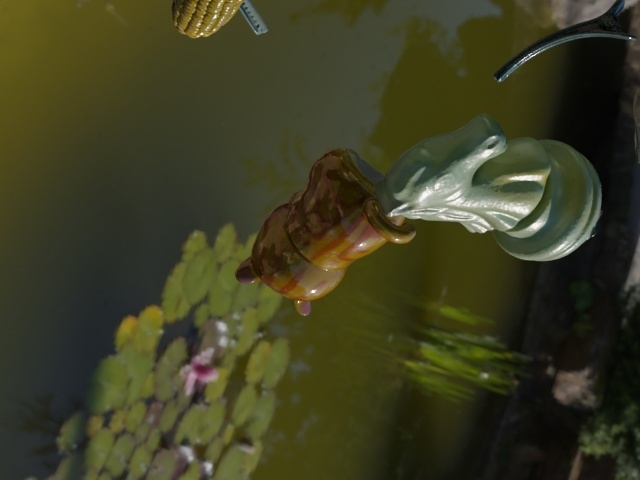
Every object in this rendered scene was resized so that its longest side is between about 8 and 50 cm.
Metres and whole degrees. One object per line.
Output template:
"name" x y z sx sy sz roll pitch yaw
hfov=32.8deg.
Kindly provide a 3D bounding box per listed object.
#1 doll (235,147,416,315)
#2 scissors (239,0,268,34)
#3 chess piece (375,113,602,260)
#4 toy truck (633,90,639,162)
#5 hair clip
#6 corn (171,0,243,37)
"doll" 0.010 -0.016 1.644 0.269 0.167 0.162 -42 -162 39
"scissors" -0.172 -0.483 1.979 0.256 0.030 0.125 55 13 -29
"chess piece" 0.221 -0.077 1.436 0.298 0.176 0.175 13 94 -39
"toy truck" 0.458 -0.148 1.218 0.161 0.213 0.177 -78 154 -44
"hair clip" 0.374 -0.306 1.701 0.039 0.229 0.070 -4 78 -59
"corn" -0.121 -0.354 1.389 0.101 0.101 0.292 -57 -170 -33
